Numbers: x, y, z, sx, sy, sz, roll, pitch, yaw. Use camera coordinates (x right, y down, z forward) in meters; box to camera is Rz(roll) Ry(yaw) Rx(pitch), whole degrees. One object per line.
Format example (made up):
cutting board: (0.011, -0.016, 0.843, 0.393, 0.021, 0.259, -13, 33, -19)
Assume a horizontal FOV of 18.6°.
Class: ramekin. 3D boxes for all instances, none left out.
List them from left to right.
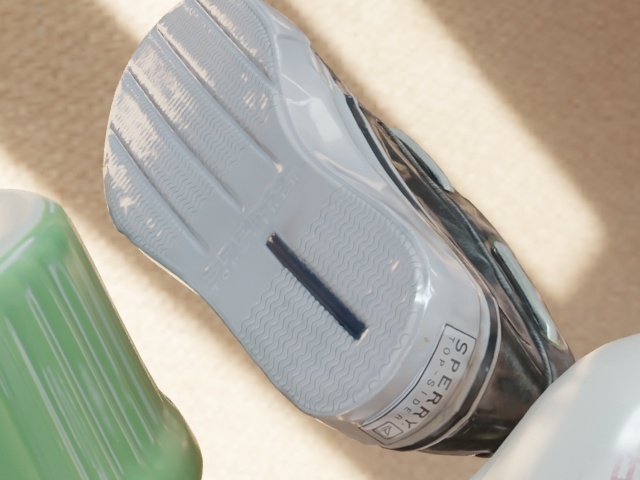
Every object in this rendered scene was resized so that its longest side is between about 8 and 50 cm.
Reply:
ramekin: (-0.220, 0.094, 0.912, 0.303, 0.303, 0.148, -36, 112, -42)

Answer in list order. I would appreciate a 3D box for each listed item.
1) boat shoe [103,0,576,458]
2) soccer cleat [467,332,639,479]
boat shoe: (0.000, 0.000, 0.864, 0.119, 0.335, 0.121, 32, 105, -36)
soccer cleat: (0.007, 0.159, 0.570, 0.116, 0.143, 0.331, -45, 157, -66)
